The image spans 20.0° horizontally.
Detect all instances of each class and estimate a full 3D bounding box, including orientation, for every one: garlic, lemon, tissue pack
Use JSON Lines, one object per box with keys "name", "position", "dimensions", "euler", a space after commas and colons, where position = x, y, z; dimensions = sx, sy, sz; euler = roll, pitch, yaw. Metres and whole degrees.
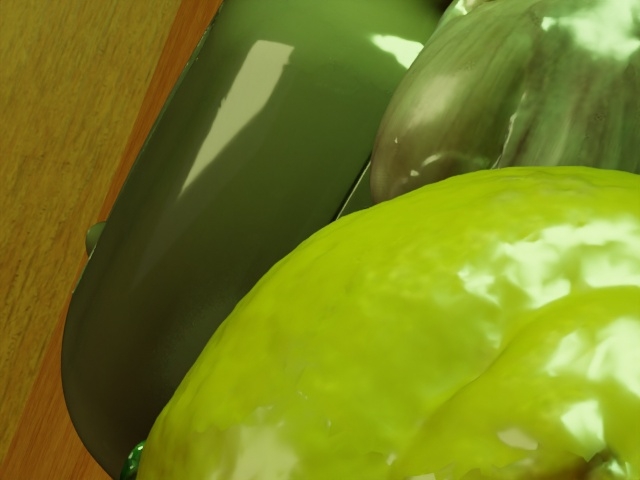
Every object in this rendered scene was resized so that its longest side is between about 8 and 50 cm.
{"name": "garlic", "position": [0.134, -0.079, 0.889], "dimensions": [0.256, 0.207, 0.207], "euler": [-64, 15, -18]}
{"name": "lemon", "position": [0.083, 0.139, 0.694], "dimensions": [0.348, 0.348, 0.348], "euler": [-57, 20, 34]}
{"name": "tissue pack", "position": [0.000, 0.000, 1.143], "dimensions": [0.387, 0.277, 0.267], "euler": [-61, 4, 28]}

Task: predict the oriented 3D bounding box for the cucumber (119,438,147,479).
{"name": "cucumber", "position": [-0.015, 0.168, 0.953], "dimensions": [0.145, 0.325, 0.105], "euler": [-7, 50, 19]}
